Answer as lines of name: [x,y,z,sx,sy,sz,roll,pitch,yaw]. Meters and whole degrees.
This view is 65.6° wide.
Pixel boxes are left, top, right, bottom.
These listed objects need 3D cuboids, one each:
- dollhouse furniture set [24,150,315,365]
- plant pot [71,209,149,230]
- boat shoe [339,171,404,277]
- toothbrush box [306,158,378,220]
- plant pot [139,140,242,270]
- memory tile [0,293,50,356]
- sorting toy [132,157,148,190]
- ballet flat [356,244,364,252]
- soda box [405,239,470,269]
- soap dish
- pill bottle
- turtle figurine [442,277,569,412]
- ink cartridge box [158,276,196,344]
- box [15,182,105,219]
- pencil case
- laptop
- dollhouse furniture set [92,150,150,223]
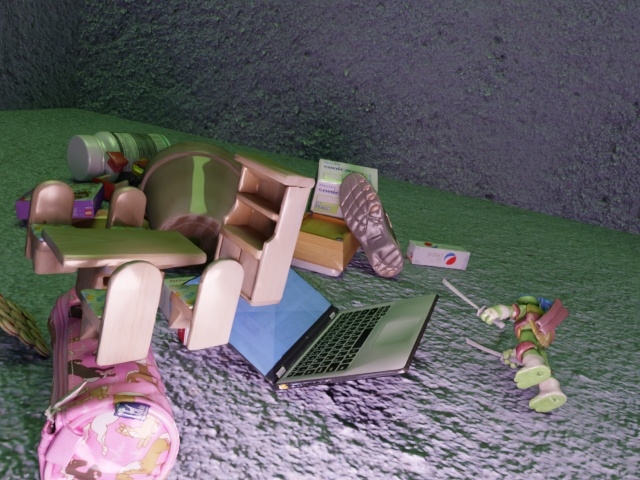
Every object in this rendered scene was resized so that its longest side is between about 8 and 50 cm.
dollhouse furniture set: [-0.235,-0.023,0.840,0.395,0.256,0.362,1,21,-44]
plant pot: [-0.639,-0.042,1.489,0.237,0.032,0.236,10,19,-3]
boat shoe: [0.162,-0.050,1.613,0.133,0.355,0.130,-21,0,12]
toothbrush box: [0.068,-0.133,1.766,0.207,0.283,0.122,10,48,-7]
plant pot: [-0.355,-0.073,1.397,0.324,0.323,0.280,6,36,-15]
memory tile: [-0.541,0.146,0.893,0.012,0.113,0.148,-44,45,-16]
sorting toy: [-0.574,-0.219,1.866,0.308,0.041,0.229,28,31,1]
ballet flat: [0.166,0.022,1.774,0.115,0.041,0.041,0,22,-33]
soda box: [0.423,0.052,1.796,0.216,0.069,0.074,7,18,-14]
soap dish: [0.000,0.000,1.615,0.229,0.118,0.291,15,20,11]
pill bottle: [-0.793,-0.331,1.984,0.204,0.204,0.361,24,22,34]
turtle figurine: [0.414,0.238,1.102,0.275,0.197,0.266,2,33,4]
ink cartridge box: [-0.264,0.146,1.087,0.128,0.072,0.175,-3,23,-36]
box: [-0.793,-0.127,1.540,0.201,0.057,0.293,-2,17,-16]
pencil case: [-0.326,0.200,0.747,0.160,0.167,0.386,-10,24,-23]
laptop: [-0.004,0.115,1.049,0.408,0.236,0.382,-14,8,24]
dollhouse furniture set: [-0.638,-0.195,1.679,0.375,0.201,0.152,19,20,20]
